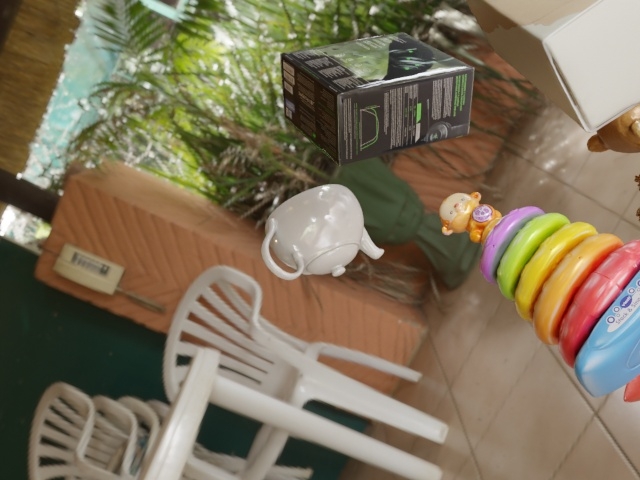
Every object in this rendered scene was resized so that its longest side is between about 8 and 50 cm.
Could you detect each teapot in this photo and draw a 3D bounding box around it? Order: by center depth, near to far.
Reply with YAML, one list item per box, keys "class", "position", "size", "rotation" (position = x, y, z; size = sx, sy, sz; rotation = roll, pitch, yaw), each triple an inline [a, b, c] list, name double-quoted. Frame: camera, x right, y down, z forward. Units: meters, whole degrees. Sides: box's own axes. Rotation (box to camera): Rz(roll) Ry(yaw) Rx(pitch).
- class: "teapot"
  position: [0.000, 0.000, 1.675]
  size: [0.256, 0.187, 0.252]
  rotation: [-25, -18, 2]

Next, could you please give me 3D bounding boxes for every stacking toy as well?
- class: "stacking toy"
  position: [0.254, 0.022, 0.829]
  size: [0.175, 0.302, 0.166]
  rotation: [-50, -36, -1]

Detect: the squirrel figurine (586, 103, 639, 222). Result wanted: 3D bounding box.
- class: "squirrel figurine"
  position: [0.760, -0.199, 1.472]
  size: [0.281, 0.370, 0.397]
  rotation: [-171, 75, -74]

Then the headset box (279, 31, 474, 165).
- class: "headset box"
  position: [0.104, -0.268, 1.286]
  size: [0.246, 0.283, 0.131]
  rotation: [47, 147, 50]

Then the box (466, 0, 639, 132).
- class: "box"
  position: [0.283, -0.259, 0.816]
  size: [0.148, 0.121, 0.311]
  rotation: [-34, 27, 11]

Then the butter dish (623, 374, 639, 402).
- class: "butter dish"
  position: [0.569, 0.183, 1.235]
  size: [0.118, 0.160, 0.160]
  rotation: [-136, 50, -55]
